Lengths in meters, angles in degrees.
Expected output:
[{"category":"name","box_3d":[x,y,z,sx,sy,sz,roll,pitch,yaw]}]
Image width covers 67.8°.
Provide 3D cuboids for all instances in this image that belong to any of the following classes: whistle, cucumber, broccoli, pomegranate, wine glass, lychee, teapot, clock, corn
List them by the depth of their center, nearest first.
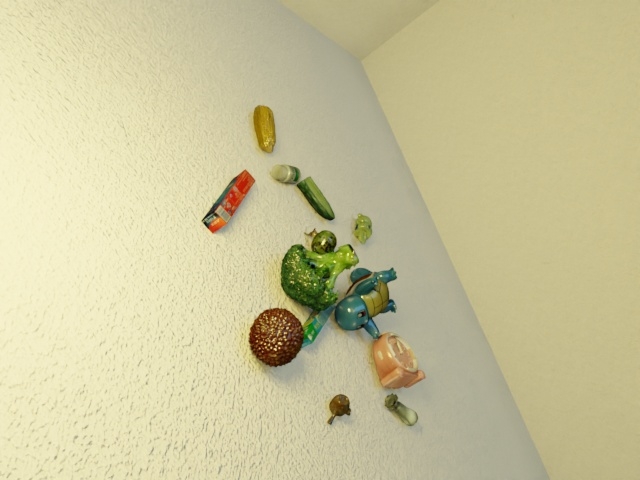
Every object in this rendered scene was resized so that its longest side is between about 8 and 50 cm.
[{"category":"lychee","box_3d":[-0.141,0.306,1.499,0.188,0.188,0.188,38,36,-35]},{"category":"teapot","box_3d":[0.066,0.597,1.666,0.085,0.080,0.110,32,43,8]},{"category":"broccoli","box_3d":[-0.007,0.119,1.779,0.298,0.297,0.297,62,-6,11]},{"category":"wine glass","box_3d":[0.340,0.710,1.999,0.155,0.072,0.072,45,32,-24]},{"category":"pomegranate","box_3d":[0.000,0.000,2.060,0.161,0.122,0.122,40,27,12]},{"category":"clock","box_3d":[0.312,0.515,2.078,0.227,0.142,0.241,20,39,-45]},{"category":"corn","box_3d":[-0.247,-0.503,2.128,0.097,0.097,0.262,23,46,-48]},{"category":"cucumber","box_3d":[-0.020,-0.186,2.236,0.244,0.063,0.115,53,24,-13]},{"category":"whistle","box_3d":[0.222,-0.054,2.477,0.105,0.085,0.227,46,31,-24]}]

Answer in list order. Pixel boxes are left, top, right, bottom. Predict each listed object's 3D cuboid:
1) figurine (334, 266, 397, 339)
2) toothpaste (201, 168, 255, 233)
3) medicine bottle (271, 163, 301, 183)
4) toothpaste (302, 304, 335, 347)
[{"category":"figurine","box_3d":[0.214,0.235,2.058,0.416,0.242,0.298,-59,156,-59]},{"category":"toothpaste","box_3d":[-0.324,-0.148,1.711,0.066,0.076,0.320,49,31,-19]},{"category":"medicine bottle","box_3d":[-0.152,-0.295,2.106,0.130,0.080,0.080,2,63,-58]},{"category":"toothpaste","box_3d":[-0.016,0.307,1.802,0.050,0.065,0.267,56,30,-8]}]
